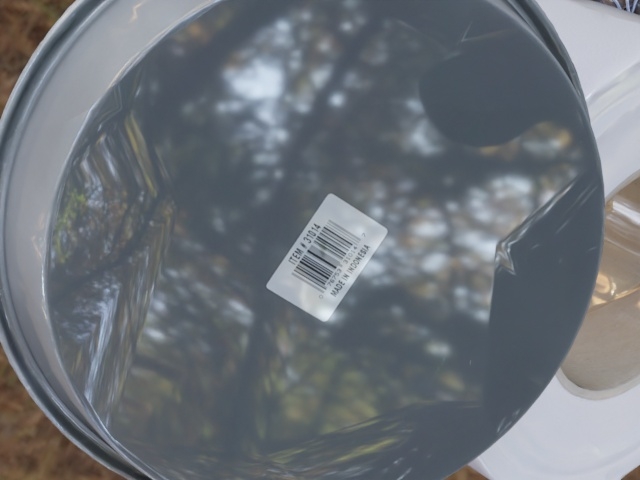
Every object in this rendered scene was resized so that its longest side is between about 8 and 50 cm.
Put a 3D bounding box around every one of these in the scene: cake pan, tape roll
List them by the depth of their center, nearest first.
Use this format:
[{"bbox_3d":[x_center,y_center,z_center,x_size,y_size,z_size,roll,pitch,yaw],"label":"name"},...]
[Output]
[{"bbox_3d":[0.000,0.000,0.636,0.293,0.054,0.293,-6,110,-16],"label":"cake pan"},{"bbox_3d":[0.151,0.005,0.843,0.100,0.286,0.286,31,130,45],"label":"tape roll"}]

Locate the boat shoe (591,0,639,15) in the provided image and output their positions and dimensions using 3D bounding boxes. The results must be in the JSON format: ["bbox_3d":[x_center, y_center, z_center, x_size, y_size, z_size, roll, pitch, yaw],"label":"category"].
[{"bbox_3d":[0.238,-0.200,1.136,0.183,0.066,0.066,-35,142,-12],"label":"boat shoe"}]
